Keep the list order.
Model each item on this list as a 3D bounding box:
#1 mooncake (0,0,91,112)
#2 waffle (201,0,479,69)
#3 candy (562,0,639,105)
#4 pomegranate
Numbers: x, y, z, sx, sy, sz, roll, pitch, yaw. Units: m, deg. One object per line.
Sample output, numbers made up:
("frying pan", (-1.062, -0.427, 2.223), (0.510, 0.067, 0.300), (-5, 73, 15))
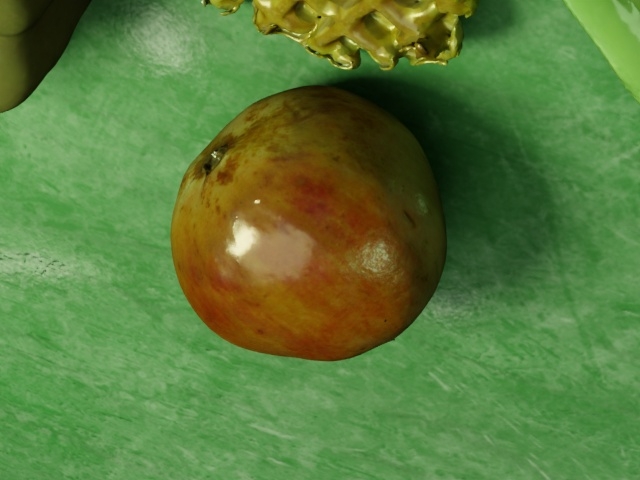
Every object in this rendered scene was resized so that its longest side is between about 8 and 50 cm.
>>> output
("mooncake", (-0.379, -0.260, 1.202), (0.378, 0.201, 0.378), (15, 147, 10))
("waffle", (-0.004, -0.272, 1.154), (0.302, 0.068, 0.325), (14, 142, 26))
("candy", (0.245, -0.218, 1.082), (0.132, 0.142, 0.343), (-32, 110, 26))
("pomegranate", (0.000, 0.000, 1.292), (0.252, 0.229, 0.270), (-30, 122, 28))
